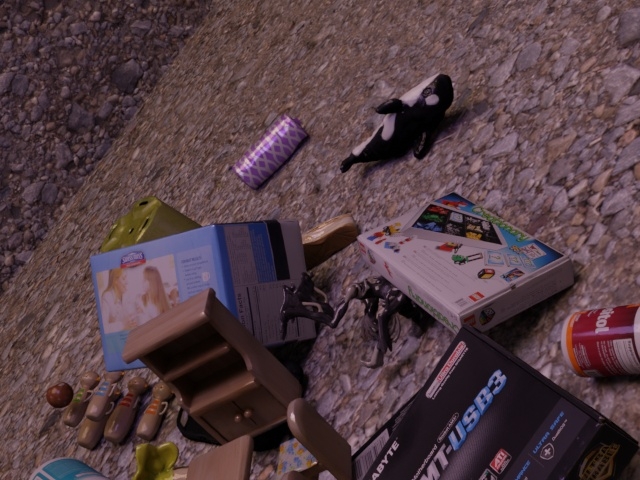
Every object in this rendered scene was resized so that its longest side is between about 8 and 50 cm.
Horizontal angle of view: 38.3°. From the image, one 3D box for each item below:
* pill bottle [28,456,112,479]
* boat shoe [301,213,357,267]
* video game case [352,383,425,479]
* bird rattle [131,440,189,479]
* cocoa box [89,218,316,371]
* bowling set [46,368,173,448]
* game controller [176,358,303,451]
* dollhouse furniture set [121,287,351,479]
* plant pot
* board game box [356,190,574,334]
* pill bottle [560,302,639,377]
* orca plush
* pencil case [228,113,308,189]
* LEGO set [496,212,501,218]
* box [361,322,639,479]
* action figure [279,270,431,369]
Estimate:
[{"bbox_3d":[-0.477,0.502,1.770,0.264,0.146,0.146,4,57,55],"label":"pill bottle"},{"bbox_3d":[0.000,0.000,1.827,0.170,0.063,0.059,-24,33,20],"label":"boat shoe"},{"bbox_3d":[0.135,0.320,1.226,0.275,0.035,0.248,-49,26,22],"label":"video game case"},{"bbox_3d":[-0.256,0.467,1.544,0.207,0.143,0.253,-7,49,28],"label":"bird rattle"},{"bbox_3d":[-0.221,0.103,1.700,0.347,0.228,0.231,-13,85,37],"label":"cocoa box"},{"bbox_3d":[-0.453,0.316,1.923,0.287,0.200,0.154,-15,41,39],"label":"bowling set"},{"bbox_3d":[-0.154,0.295,1.689,0.319,0.067,0.166,-7,63,51],"label":"game controller"},{"bbox_3d":[-0.172,0.306,1.350,0.362,0.256,0.394,-29,29,22],"label":"dollhouse furniture set"},{"bbox_3d":[-0.329,0.048,2.009,0.276,0.254,0.276,-33,33,25],"label":"plant pot"},{"bbox_3d":[0.210,0.028,1.403,0.193,0.053,0.305,-25,30,-15],"label":"board game box"},{"bbox_3d":[0.381,0.121,1.131,0.152,0.086,0.086,-14,43,45],"label":"pill bottle"},{"bbox_3d":[0.160,-0.202,1.815,0.287,0.151,0.102,-32,64,22],"label":"orca plush"},{"bbox_3d":[-0.122,-0.213,2.231,0.206,0.086,0.088,-43,2,6],"label":"pencil case"},{"bbox_3d":[0.264,-0.014,1.528,0.083,0.023,0.054,-7,50,33],"label":"LEGO set"},{"bbox_3d":[0.178,0.276,1.071,0.295,0.073,0.293,-56,26,2],"label":"box"},{"bbox_3d":[0.079,0.120,1.490,0.275,0.141,0.164,1,13,8],"label":"action figure"}]
